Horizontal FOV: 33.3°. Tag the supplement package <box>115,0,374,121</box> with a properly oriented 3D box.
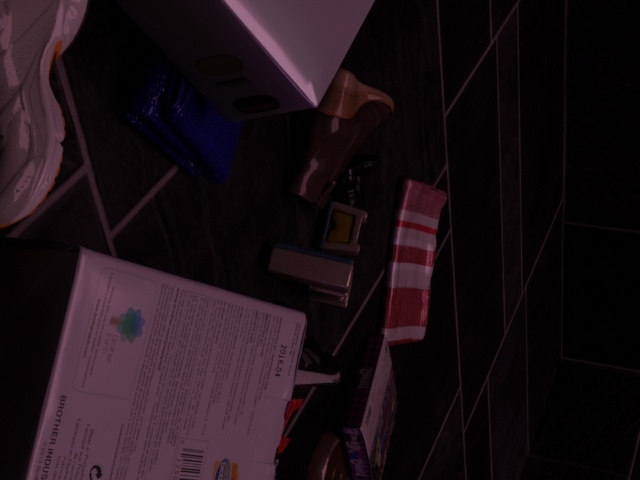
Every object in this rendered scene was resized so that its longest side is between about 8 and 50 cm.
[{"bbox_3d":[-0.087,-0.289,1.119,0.262,0.145,0.204,46,57,-33],"label":"supplement package"}]

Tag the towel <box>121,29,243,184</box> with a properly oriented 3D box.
[{"bbox_3d":[-0.123,-0.244,1.272,0.227,0.076,0.308,41,60,-63],"label":"towel"}]

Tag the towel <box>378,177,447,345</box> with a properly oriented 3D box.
[{"bbox_3d":[0.185,0.047,2.156,0.237,0.037,0.329,7,91,-67],"label":"towel"}]

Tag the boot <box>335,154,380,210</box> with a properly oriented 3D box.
[{"bbox_3d":[0.062,-0.086,1.804,0.121,0.045,0.099,-31,124,-53],"label":"boot"}]

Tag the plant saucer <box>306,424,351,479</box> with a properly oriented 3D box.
[{"bbox_3d":[0.019,0.414,1.899,0.168,0.029,0.168,9,90,-67],"label":"plant saucer"}]

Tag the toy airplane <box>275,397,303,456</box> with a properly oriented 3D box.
[{"bbox_3d":[-0.067,0.293,1.634,0.151,0.028,0.151,-43,143,-44],"label":"toy airplane"}]

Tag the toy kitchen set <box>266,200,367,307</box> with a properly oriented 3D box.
[{"bbox_3d":[0.000,0.000,1.645,0.207,0.122,0.166,89,13,-77],"label":"toy kitchen set"}]

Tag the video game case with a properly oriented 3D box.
[{"bbox_3d":[0.096,0.328,1.993,0.232,0.042,0.210,-71,156,-46],"label":"video game case"}]

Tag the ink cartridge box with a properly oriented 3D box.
[{"bbox_3d":[-0.169,0.173,1.088,0.395,0.151,0.270,21,79,-49],"label":"ink cartridge box"}]

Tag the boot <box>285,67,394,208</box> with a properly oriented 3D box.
[{"bbox_3d":[0.026,-0.152,1.685,0.248,0.090,0.207,13,98,-69],"label":"boot"}]

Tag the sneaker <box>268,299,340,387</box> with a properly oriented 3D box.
[{"bbox_3d":[-0.042,0.151,1.573,0.283,0.107,0.124,12,80,-67],"label":"sneaker"}]

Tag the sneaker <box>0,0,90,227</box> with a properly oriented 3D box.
[{"bbox_3d":[-0.285,-0.143,0.921,0.121,0.099,0.262,27,65,-58],"label":"sneaker"}]

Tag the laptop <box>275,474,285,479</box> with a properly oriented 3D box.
[{"bbox_3d":[-0.135,0.351,1.364,0.264,0.136,0.234,71,34,-45],"label":"laptop"}]
